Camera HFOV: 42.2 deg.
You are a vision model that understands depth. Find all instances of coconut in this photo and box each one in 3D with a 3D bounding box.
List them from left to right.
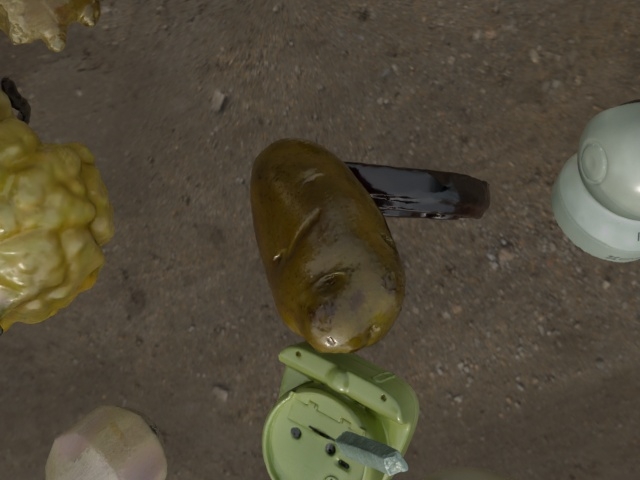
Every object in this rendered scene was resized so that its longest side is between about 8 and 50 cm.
[{"bbox_3d":[-0.415,0.437,1.573,0.224,0.234,0.224,12,126,17],"label":"coconut"}]

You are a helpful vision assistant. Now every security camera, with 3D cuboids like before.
[{"bbox_3d":[0.458,-0.101,1.189,0.194,0.195,0.236,7,148,-5],"label":"security camera"}]

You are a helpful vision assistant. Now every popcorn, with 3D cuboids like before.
[{"bbox_3d":[-0.430,-0.054,1.054,0.348,0.382,0.349,-1,133,-1],"label":"popcorn"}]

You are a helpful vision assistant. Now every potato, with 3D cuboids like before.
[{"bbox_3d":[0.000,0.000,1.249,0.176,0.369,0.195,-9,152,-28],"label":"potato"}]

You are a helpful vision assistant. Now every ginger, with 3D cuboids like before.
[{"bbox_3d":[-0.260,-0.253,0.822,0.205,0.115,0.081,-22,141,-29],"label":"ginger"}]

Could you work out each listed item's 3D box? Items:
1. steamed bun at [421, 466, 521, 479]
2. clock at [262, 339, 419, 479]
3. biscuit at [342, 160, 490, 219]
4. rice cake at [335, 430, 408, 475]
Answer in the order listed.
[{"bbox_3d":[0.254,0.437,1.122,0.324,0.324,0.206,24,93,-10],"label":"steamed bun"},{"bbox_3d":[0.010,0.329,1.313,0.234,0.096,0.308,22,103,26],"label":"clock"},{"bbox_3d":[0.112,-0.086,1.543,0.407,0.407,0.091,6,90,-5],"label":"biscuit"},{"bbox_3d":[0.064,0.279,1.090,0.029,0.170,0.033,-31,97,-22],"label":"rice cake"}]
